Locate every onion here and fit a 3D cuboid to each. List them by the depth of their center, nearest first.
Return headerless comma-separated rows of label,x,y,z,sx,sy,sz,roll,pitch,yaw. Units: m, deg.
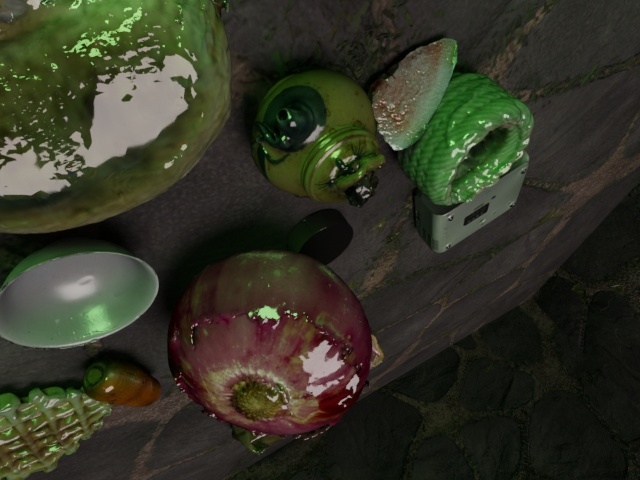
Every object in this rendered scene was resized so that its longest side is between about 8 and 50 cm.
onion,-0.089,0.161,0.737,0.358,0.345,0.358,-4,144,-3

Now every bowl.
bowl,-0.323,0.053,0.542,0.189,0.086,0.189,-25,146,-18

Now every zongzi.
zongzi,-0.093,0.546,1.386,0.447,0.181,0.418,-18,158,-25

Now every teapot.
teapot,0.014,-0.115,0.546,0.173,0.182,0.269,-43,150,12

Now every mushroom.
mushroom,-0.228,-0.113,0.363,0.344,0.130,0.247,-24,152,-19

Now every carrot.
carrot,-0.381,0.285,0.812,0.087,0.087,0.193,-32,151,-5

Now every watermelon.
watermelon,0.136,-0.230,0.624,0.180,0.081,0.094,-49,134,-8

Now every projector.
projector,0.351,-0.099,0.971,0.250,0.108,0.198,-33,151,-4

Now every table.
table,0.000,0.000,0.826,0.133,0.043,0.133,-25,147,-17

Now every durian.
durian,0.145,0.405,1.451,0.182,0.132,0.165,-30,162,-30

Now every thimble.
thimble,0.241,-0.173,0.719,0.219,0.150,0.219,-25,147,-17

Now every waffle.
waffle,-0.566,0.376,0.779,0.309,0.056,0.292,-43,149,12
